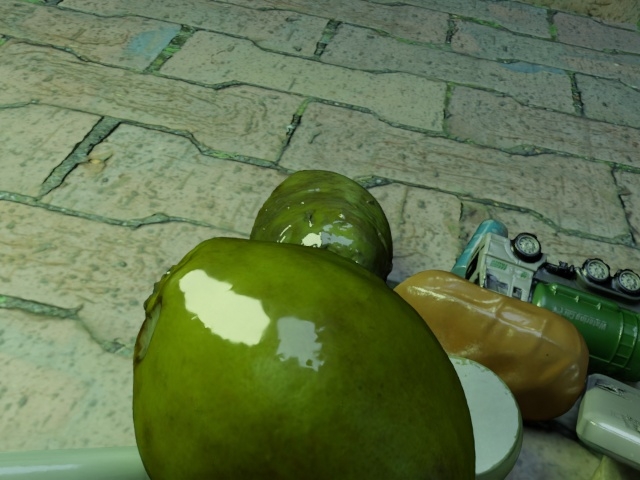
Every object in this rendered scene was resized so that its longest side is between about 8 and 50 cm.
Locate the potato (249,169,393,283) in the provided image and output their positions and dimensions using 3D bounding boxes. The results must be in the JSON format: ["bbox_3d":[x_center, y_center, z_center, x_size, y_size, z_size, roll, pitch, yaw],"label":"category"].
[{"bbox_3d":[0.000,0.000,1.047,0.176,0.141,0.298,6,20,-5],"label":"potato"}]

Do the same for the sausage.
[{"bbox_3d":[0.178,0.113,0.939,0.241,0.136,0.120,20,40,20],"label":"sausage"}]

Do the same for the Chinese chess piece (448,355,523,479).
[{"bbox_3d":[0.129,0.185,0.839,0.144,0.058,0.144,1,51,-1],"label":"Chinese chess piece"}]

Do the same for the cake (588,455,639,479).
[{"bbox_3d":[0.339,0.284,0.759,0.220,0.086,0.117,24,33,18],"label":"cake"}]

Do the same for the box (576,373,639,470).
[{"bbox_3d":[0.332,0.189,0.844,0.142,0.044,0.285,22,6,18],"label":"box"}]

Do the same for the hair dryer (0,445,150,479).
[{"bbox_3d":[-0.235,0.207,0.696,0.357,0.107,0.173,3,35,-26],"label":"hair dryer"}]

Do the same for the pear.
[{"bbox_3d":[-0.017,0.139,0.696,0.321,0.269,0.269,45,38,3],"label":"pear"}]

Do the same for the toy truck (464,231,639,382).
[{"bbox_3d":[0.294,0.085,1.029,0.242,0.101,0.125,20,56,0],"label":"toy truck"}]

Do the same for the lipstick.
[{"bbox_3d":[0.221,0.021,1.167,0.048,0.048,0.158,22,33,15],"label":"lipstick"}]
